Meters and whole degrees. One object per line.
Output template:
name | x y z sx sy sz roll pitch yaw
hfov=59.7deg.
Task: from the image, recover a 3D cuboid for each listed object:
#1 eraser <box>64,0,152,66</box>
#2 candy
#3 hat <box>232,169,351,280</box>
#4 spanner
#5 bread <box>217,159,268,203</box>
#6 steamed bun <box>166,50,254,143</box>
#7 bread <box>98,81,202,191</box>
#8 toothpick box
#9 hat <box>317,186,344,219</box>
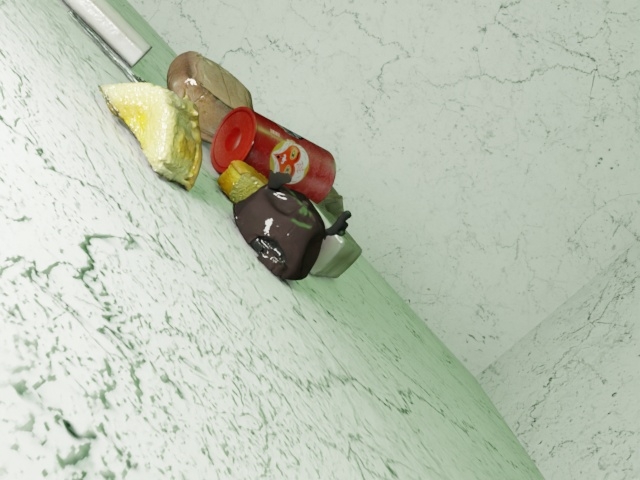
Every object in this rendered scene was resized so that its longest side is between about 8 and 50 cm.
eraser | -0.628 -0.644 1.644 0.270 0.095 0.174 46 6 -24
candy | 0.000 -0.003 1.732 0.208 0.145 0.359 49 7 14
hat | -0.070 -0.061 1.328 0.238 0.209 0.336 43 5 -14
spanner | -0.561 -0.495 1.516 0.325 0.026 0.093 45 7 -9
bread | -0.184 -0.132 1.463 0.065 0.103 0.187 52 6 37
steamed bun | -0.350 -0.411 1.713 0.301 0.199 0.251 31 33 -42
bread | -0.308 -0.235 1.104 0.251 0.133 0.174 51 8 21
toothpick box | -0.135 -0.239 1.663 0.333 0.204 0.204 21 24 -44
hat | -0.033 -0.121 2.038 0.244 0.214 0.149 -122 -167 -54
